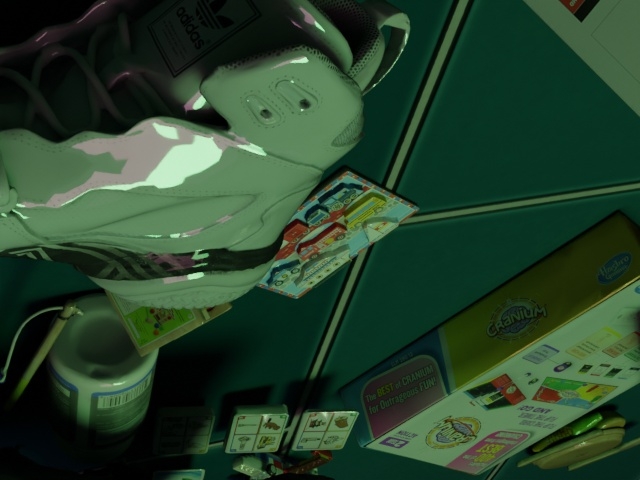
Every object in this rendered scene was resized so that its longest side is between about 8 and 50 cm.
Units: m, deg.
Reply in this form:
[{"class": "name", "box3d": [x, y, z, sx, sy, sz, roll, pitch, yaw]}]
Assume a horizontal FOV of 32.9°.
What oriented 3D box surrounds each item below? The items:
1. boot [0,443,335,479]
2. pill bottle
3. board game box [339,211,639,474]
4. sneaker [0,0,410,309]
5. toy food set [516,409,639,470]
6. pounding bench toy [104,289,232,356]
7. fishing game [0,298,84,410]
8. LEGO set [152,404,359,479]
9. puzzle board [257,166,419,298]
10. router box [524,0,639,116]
[{"class": "boot", "box3d": [-0.254, 0.252, 0.812, 0.445, 0.146, 0.367, 9, 142, -31]}, {"class": "pill bottle", "box3d": [-0.163, 0.106, 0.796, 0.078, 0.078, 0.137, -8, 147, -21]}, {"class": "board game box", "box3d": [0.212, 0.116, 1.053, 0.316, 0.064, 0.242, -35, 146, 21]}, {"class": "sneaker", "box3d": [-0.123, -0.069, 0.506, 0.366, 0.137, 0.210, 4, 140, -44]}, {"class": "toy food set", "box3d": [0.325, 0.250, 1.363, 0.132, 0.038, 0.192, -28, 154, 24]}, {"class": "pounding bench toy", "box3d": [-0.108, 0.025, 0.737, 0.052, 0.083, 0.065, -29, 179, 16]}, {"class": "fishing game", "box3d": [-0.298, 0.068, 0.663, 0.264, 0.041, 0.189, 16, 135, -32]}, {"class": "LEGO set", "box3d": [-0.076, 0.209, 1.062, 0.182, 0.060, 0.244, 1, 143, -12]}, {"class": "puzzle board", "box3d": [0.000, 0.000, 0.798, 0.128, 0.011, 0.096, -36, 146, 23]}, {"class": "router box", "box3d": [0.283, -0.148, 0.465, 0.082, 0.301, 0.335, -25, 160, -47]}]
